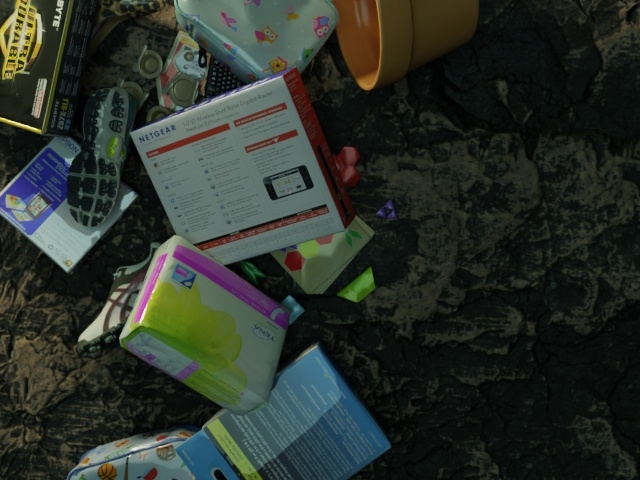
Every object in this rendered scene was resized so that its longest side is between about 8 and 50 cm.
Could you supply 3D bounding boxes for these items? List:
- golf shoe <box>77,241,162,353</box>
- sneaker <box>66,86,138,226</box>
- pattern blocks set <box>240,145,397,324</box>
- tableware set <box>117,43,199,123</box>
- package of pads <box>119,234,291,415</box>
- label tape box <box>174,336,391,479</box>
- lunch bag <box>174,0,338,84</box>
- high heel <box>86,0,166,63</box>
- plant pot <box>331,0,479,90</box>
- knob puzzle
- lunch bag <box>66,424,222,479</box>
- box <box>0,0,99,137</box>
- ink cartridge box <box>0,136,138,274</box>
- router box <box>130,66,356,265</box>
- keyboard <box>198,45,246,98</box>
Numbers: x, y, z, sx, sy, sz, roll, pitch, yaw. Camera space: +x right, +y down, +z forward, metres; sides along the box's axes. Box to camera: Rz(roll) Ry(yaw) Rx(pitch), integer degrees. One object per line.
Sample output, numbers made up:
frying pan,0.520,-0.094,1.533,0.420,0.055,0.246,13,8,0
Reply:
golf shoe,-0.383,0.122,1.764,0.272,0.105,0.120,-37,76,2
sneaker,-0.406,-0.157,1.703,0.107,0.110,0.275,19,99,11
pattern blocks set,0.000,0.000,1.750,0.324,0.026,0.285,-34,93,6
tableware set,-0.323,-0.287,1.725,0.168,0.020,0.141,36,103,10
package of pads,-0.204,0.164,1.635,0.296,0.229,0.101,35,135,-22
label tape box,-0.072,0.394,1.746,0.347,0.115,0.249,-36,94,4
lunch bag,-0.113,-0.423,1.656,0.279,0.108,0.224,38,80,-7
high heel,-0.411,-0.379,1.697,0.261,0.093,0.186,0,93,17
plant pot,0.151,-0.433,1.583,0.203,0.291,0.291,-15,95,-11
knob puzzle,-0.236,-0.290,1.732,0.213,0.030,0.213,0,97,3
lunch bag,-0.351,0.520,1.788,0.303,0.115,0.243,-17,97,4
box,-0.555,-0.379,1.670,0.257,0.079,0.322,19,98,29
ink cartridge box,-0.505,-0.076,1.754,0.206,0.045,0.208,42,82,-2
router box,-0.143,-0.123,1.642,0.335,0.082,0.301,-15,107,23
keyboard,-0.188,-0.359,1.704,0.108,0.023,0.180,9,84,-3
